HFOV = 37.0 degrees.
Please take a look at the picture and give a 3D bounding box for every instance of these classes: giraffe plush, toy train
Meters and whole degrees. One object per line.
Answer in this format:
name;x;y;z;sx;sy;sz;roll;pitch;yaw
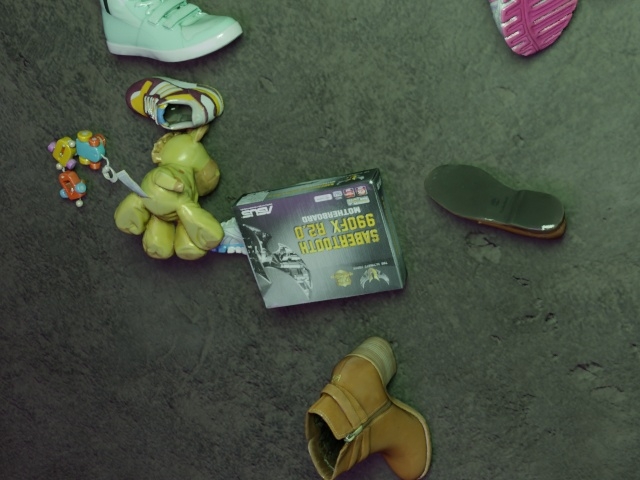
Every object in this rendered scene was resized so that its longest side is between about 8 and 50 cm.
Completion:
giraffe plush;-0.231;-0.093;1.540;0.181;0.170;0.210;-2;136;25
toy train;-0.418;-0.135;1.705;0.166;0.046;0.125;-16;108;41

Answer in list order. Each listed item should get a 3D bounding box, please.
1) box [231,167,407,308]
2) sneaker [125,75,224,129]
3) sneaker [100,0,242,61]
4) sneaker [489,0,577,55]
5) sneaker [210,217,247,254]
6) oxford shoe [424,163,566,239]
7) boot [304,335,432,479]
box;0.000;0.000;1.471;0.231;0.056;0.183;-9;112;19
sneaker;-0.249;-0.216;1.521;0.186;0.084;0.069;7;120;29
sneaker;-0.239;-0.353;1.422;0.256;0.094;0.151;8;127;31
sneaker;0.230;-0.342;1.142;0.103;0.111;0.252;-23;127;-1
sneaker;-0.130;-0.021;1.581;0.191;0.071;0.082;9;115;19
oxford shoe;0.240;-0.045;1.328;0.212;0.076;0.076;25;168;31
boot;0.078;0.321;1.541;0.109;0.220;0.283;1;117;32
